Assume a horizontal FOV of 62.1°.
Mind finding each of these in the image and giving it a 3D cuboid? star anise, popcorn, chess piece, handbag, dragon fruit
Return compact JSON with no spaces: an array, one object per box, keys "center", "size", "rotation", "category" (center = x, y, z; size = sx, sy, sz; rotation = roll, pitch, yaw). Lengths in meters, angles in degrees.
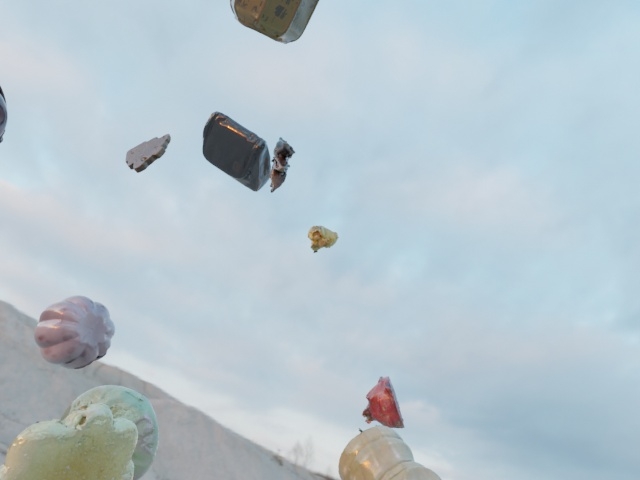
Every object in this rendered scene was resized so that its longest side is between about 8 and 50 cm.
[{"center":[-0.127,-0.240,1.709],"size":[0.063,0.172,0.208],"rotation":[12,12,-12],"category":"star anise"},{"center":[0.000,0.000,1.455],"size":[0.084,0.084,0.084],"rotation":[14,-28,8],"category":"popcorn"},{"center":[0.157,0.433,0.867],"size":[0.137,0.137,0.300],"rotation":[36,-6,-30],"category":"chess piece"},{"center":[-0.358,-0.356,2.193],"size":[0.301,0.178,0.275],"rotation":[35,-16,13],"category":"handbag"},{"center":[0.165,0.464,1.490],"size":[0.110,0.153,0.153],"rotation":[-20,-36,3],"category":"dragon fruit"}]

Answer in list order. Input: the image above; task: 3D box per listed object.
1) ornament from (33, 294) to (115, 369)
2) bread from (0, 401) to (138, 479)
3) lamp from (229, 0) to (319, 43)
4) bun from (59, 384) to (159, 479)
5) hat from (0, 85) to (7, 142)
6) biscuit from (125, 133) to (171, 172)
[{"center":[-0.602,0.225,1.296],"size":[0.177,0.178,0.178],"rotation":[14,-28,8],"category":"ornament"},{"center":[-0.460,0.446,0.949],"size":[0.054,0.316,0.316],"rotation":[16,-25,35],"category":"bread"},{"center":[-0.078,-0.480,1.004],"size":[0.161,0.161,0.185],"rotation":[23,-69,-8],"category":"lamp"},{"center":[-0.599,0.551,1.451],"size":[0.292,0.294,0.187],"rotation":[14,0,8],"category":"bun"},{"center":[-0.704,-0.259,1.082],"size":[0.089,0.206,0.205],"rotation":[10,-29,10],"category":"hat"},{"center":[-0.390,-0.194,1.184],"size":[0.129,0.119,0.019],"rotation":[9,-37,40],"category":"biscuit"}]
